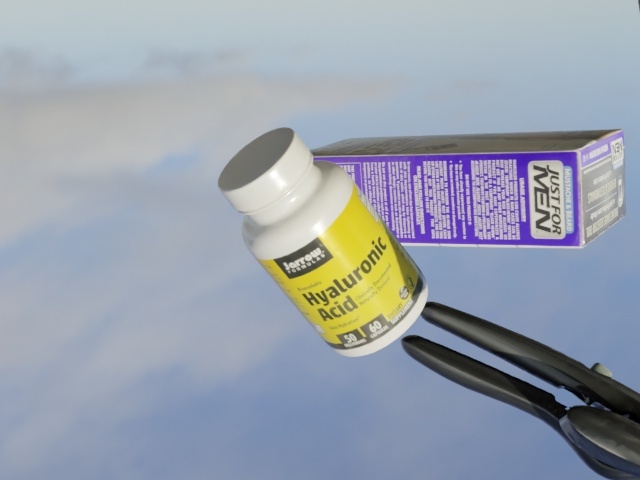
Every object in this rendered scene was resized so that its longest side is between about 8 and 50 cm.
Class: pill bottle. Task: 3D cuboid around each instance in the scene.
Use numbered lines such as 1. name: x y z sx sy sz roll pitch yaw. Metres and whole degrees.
1. pill bottle: 0.000 0.000 0.584 0.065 0.116 0.065 -30 -152 18

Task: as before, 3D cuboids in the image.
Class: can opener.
1. can opener: 0.137 0.088 0.695 0.186 0.073 0.059 30 -112 21

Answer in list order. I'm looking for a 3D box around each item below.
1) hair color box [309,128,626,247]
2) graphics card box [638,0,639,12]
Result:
1. hair color box: 0.146 -0.060 1.247 0.339 0.110 0.185 2 -168 27
2. graphics card box: 0.305 -0.029 0.384 0.371 0.232 0.094 -7 -162 19
